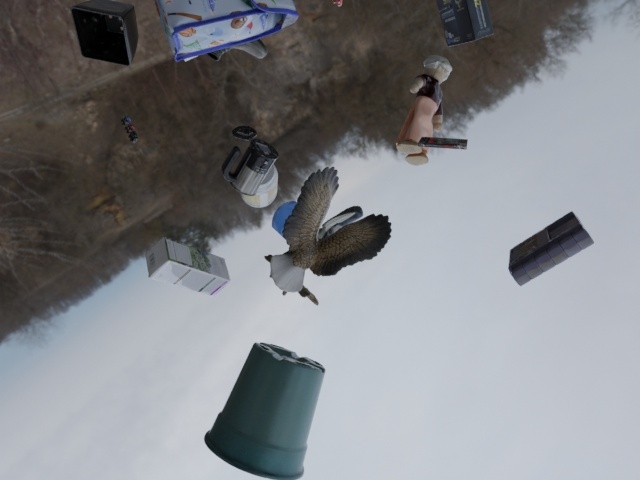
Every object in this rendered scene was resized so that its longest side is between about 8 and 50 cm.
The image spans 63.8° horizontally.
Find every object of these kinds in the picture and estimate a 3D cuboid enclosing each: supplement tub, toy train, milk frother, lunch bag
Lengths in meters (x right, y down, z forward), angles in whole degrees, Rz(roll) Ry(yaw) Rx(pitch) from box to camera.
[{"bbox_3d":[-0.228,-0.218,1.882,0.144,0.144,0.200,-30,169,-14],"label":"supplement tub"},{"bbox_3d":[-0.740,-0.435,1.996,0.036,0.158,0.027,-46,146,17],"label":"toy train"},{"bbox_3d":[-0.202,-0.224,1.408,0.135,0.129,0.143,-53,-153,29],"label":"milk frother"},{"bbox_3d":[-0.284,-0.744,1.468,0.385,0.328,0.239,-19,-178,-16],"label":"lunch bag"}]

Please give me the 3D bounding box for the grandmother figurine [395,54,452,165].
[{"bbox_3d":[0.313,-0.410,1.537,0.103,0.208,0.343,10,-109,27],"label":"grandmother figurine"}]

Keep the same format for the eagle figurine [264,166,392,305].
[{"bbox_3d":[-0.003,-0.007,1.283,0.298,0.225,0.226,-44,141,18],"label":"eagle figurine"}]

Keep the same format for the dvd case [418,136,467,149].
[{"bbox_3d":[0.312,-0.248,1.308,0.119,0.013,0.087,5,-158,15],"label":"dvd case"}]

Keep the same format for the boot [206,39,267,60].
[{"bbox_3d":[-0.326,-0.684,1.813,0.161,0.246,0.083,-60,-174,-25],"label":"boot"}]

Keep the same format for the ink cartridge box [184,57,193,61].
[{"bbox_3d":[-0.520,-0.787,1.805,0.069,0.176,0.371,-26,180,-4],"label":"ink cartridge box"}]

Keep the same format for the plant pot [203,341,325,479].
[{"bbox_3d":[-0.155,0.526,1.655,0.335,0.340,0.341,-70,-162,-4],"label":"plant pot"}]

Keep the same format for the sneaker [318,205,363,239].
[{"bbox_3d":[0.057,-0.013,1.709,0.283,0.122,0.110,-37,177,41],"label":"sneaker"}]

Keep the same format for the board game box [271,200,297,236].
[{"bbox_3d":[-0.110,-0.069,1.948,0.133,0.168,0.033,-51,-152,-10],"label":"board game box"}]

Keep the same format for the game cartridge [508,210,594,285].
[{"bbox_3d":[0.665,0.015,1.515,0.230,0.068,0.355,-33,178,23],"label":"game cartridge"}]

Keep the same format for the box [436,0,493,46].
[{"bbox_3d":[0.386,-0.639,1.412,0.059,0.184,0.233,-19,-162,1],"label":"box"}]

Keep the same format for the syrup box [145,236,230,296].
[{"bbox_3d":[-0.390,0.082,1.531,0.096,0.093,0.236,-38,142,21],"label":"syrup box"}]

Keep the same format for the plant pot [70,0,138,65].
[{"bbox_3d":[-0.766,-0.778,1.883,0.187,0.188,0.167,12,-134,2],"label":"plant pot"}]

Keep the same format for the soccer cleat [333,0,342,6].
[{"bbox_3d":[0.046,-0.602,1.239,0.035,0.029,0.083,-46,158,-12],"label":"soccer cleat"}]
